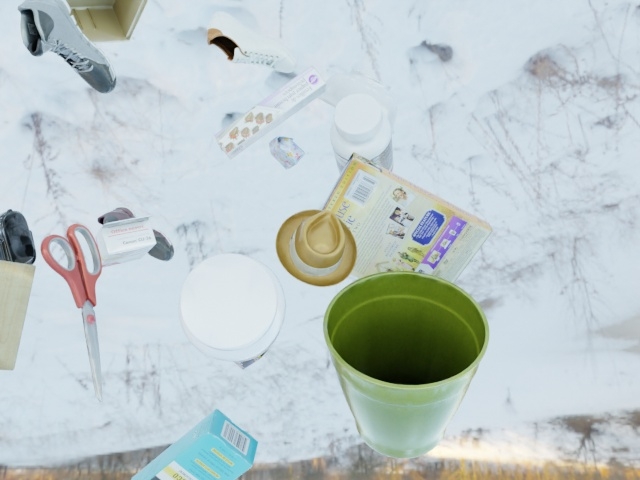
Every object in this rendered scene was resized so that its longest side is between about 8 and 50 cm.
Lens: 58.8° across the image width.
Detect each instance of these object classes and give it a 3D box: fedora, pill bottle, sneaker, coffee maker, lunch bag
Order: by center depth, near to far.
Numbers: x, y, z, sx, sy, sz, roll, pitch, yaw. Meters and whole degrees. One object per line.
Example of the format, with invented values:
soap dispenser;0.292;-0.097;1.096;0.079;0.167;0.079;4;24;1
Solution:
pill bottle;-0.129;0.104;0.848;0.153;0.153;0.265;1;168;-5
sneaker;-0.511;-0.369;1.121;0.086;0.132;0.229;-15;125;25
coffee maker;-0.672;0.027;1.132;0.178;0.120;0.171;-3;126;7
fedora;0.000;0.000;1.189;0.194;0.194;0.079;5;147;-15
lunch bag;-0.088;-0.227;1.430;0.083;0.053;0.071;42;161;-13
pill bottle;0.122;-0.284;1.665;0.176;0.176;0.318;-5;159;7
sneaker;-0.208;-0.555;1.698;0.290;0.123;0.106;22;155;-21
sneaker;-0.650;-0.002;1.945;0.106;0.281;0.162;-61;167;29

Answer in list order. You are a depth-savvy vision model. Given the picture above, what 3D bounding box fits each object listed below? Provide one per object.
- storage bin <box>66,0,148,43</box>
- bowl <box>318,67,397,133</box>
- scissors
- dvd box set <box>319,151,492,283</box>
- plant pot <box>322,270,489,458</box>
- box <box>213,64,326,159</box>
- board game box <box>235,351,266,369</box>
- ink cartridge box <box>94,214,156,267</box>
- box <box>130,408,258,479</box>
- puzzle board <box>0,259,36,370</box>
storage bin;-0.637;-0.667;1.565;0.262;0.123;0.260;-20;175;-38
bowl;0.138;-0.472;1.856;0.298;0.298;0.134;15;109;-33
scissors;-0.386;0.114;0.961;0.021;0.297;0.109;-21;180;24
dvd box set;0.198;-0.010;1.537;0.420;0.062;0.308;26;116;-8
plant pot;0.196;0.325;1.367;0.366;0.366;0.353;-2;126;2
box;-0.131;-0.335;1.494;0.324;0.063;0.067;-37;177;-5
board game box;-0.219;0.233;1.387;0.170;0.048;0.141;42;149;-4
ink cartridge box;-0.464;0.004;1.343;0.115;0.067;0.198;-15;173;-32
box;-0.228;0.403;0.985;0.100;0.060;0.244;43;110;-13
puzzle board;-0.401;0.084;0.669;0.096;0.128;0.011;12;171;-25
